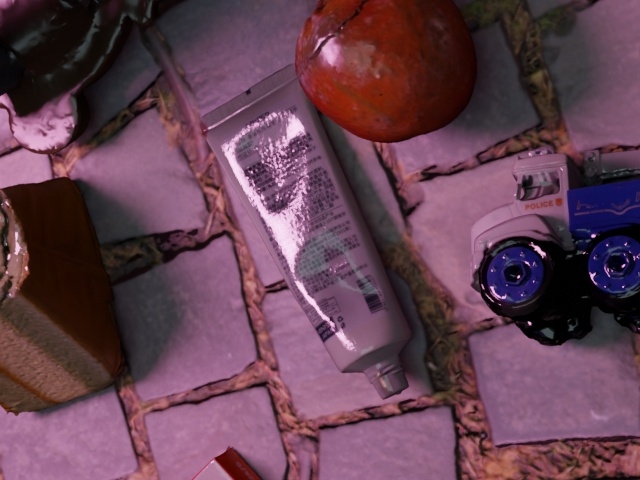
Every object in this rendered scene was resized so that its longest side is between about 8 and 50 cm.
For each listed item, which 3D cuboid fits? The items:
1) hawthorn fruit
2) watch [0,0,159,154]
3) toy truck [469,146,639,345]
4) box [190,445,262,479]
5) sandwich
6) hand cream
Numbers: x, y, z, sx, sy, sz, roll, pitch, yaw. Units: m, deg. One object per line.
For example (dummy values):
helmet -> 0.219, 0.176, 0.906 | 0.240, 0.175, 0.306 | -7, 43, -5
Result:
hawthorn fruit -> 0.064, -0.172, 1.647 | 0.173, 0.173, 0.172 | 2, 97, 18
watch -> -0.322, -0.259, 1.673 | 0.335, 0.327, 0.314 | -40, 84, 17
toy truck -> 0.243, -0.005, 1.625 | 0.213, 0.161, 0.177 | -8, 74, 19
box -> -0.061, 0.335, 1.802 | 0.229, 0.050, 0.123 | 47, 108, 8
sandwich -> -0.318, 0.068, 1.776 | 0.155, 0.198, 0.227 | -18, 90, 19
hand cream -> 0.000, 0.000, 1.746 | 0.124, 0.078, 0.340 | -29, 79, 19
